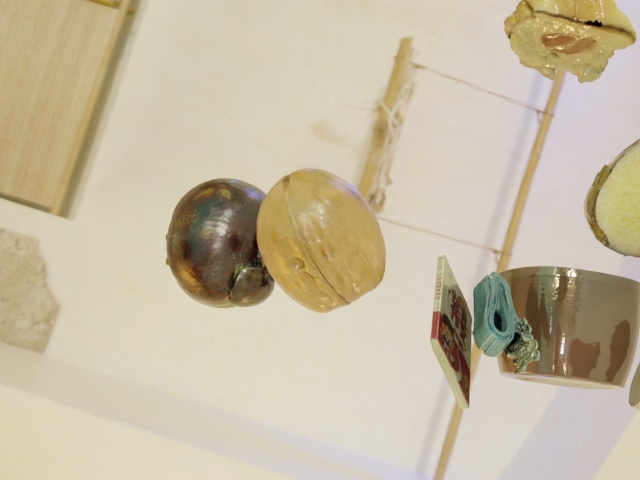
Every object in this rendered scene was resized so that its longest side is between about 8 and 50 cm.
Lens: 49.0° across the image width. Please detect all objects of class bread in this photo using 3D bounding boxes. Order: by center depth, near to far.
[{"bbox_3d":[0.507,-0.440,1.506,0.211,0.224,0.184,-27,166,-21],"label":"bread"}]

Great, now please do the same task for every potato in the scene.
[{"bbox_3d":[0.447,-0.069,0.941,0.200,0.164,0.081,-33,-166,10],"label":"potato"}]

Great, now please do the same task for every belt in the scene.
[{"bbox_3d":[0.302,0.127,1.169,0.065,0.100,0.179,-58,-168,37],"label":"belt"}]

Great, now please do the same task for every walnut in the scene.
[{"bbox_3d":[0.000,0.000,0.953,0.165,0.165,0.197,-73,142,-57],"label":"walnut"}]

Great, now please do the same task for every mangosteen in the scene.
[{"bbox_3d":[-0.128,0.013,1.220,0.231,0.289,0.232,13,90,-74],"label":"mangosteen"}]

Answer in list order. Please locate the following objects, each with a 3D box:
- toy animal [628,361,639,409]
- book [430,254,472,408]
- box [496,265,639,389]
[{"bbox_3d":[0.631,0.256,1.151,0.131,0.220,0.104,75,31,-67],"label":"toy animal"},{"bbox_3d":[0.231,0.154,1.223,0.162,0.022,0.232,64,26,-27],"label":"book"},{"bbox_3d":[0.497,0.185,1.446,0.301,0.300,0.216,110,-10,-76],"label":"box"}]
